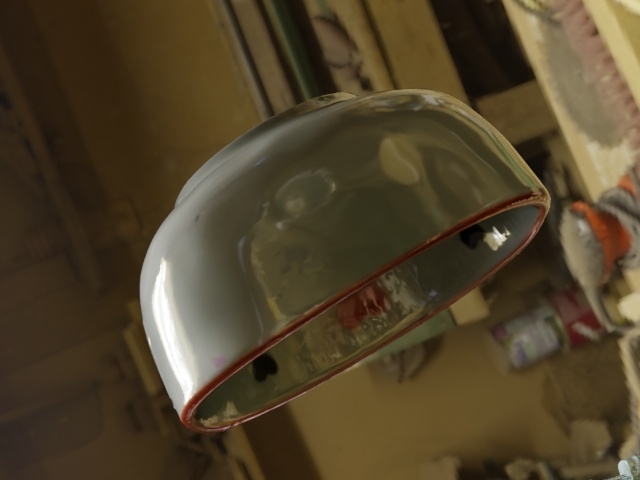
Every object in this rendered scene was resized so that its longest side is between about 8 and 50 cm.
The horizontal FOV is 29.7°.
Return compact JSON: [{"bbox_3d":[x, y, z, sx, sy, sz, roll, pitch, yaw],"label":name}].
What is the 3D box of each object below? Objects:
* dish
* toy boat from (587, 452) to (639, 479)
[{"bbox_3d":[0.000,0.000,0.688,0.117,0.256,0.256,59,168,13],"label":"dish"},{"bbox_3d":[0.281,0.250,1.207,0.105,0.149,0.034,-2,-116,-61],"label":"toy boat"}]
